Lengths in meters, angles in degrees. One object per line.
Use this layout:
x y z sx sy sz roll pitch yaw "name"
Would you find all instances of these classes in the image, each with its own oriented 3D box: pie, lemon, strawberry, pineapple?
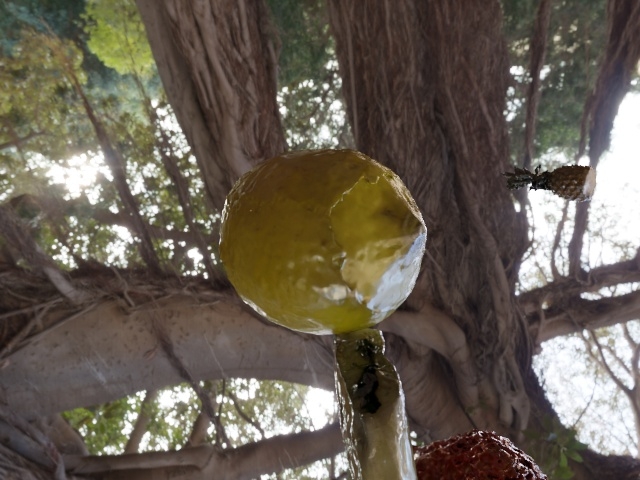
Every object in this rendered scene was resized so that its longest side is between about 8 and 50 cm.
0.045 0.178 0.400 0.052 0.185 0.218 -5 -167 -3 "pie"
-0.003 -0.001 0.424 0.193 0.180 0.180 20 -138 16 "lemon"
0.173 0.291 0.482 0.187 0.201 0.184 -13 -119 -18 "strawberry"
0.338 -0.086 0.683 0.058 0.058 0.124 -36 -153 -32 "pineapple"
